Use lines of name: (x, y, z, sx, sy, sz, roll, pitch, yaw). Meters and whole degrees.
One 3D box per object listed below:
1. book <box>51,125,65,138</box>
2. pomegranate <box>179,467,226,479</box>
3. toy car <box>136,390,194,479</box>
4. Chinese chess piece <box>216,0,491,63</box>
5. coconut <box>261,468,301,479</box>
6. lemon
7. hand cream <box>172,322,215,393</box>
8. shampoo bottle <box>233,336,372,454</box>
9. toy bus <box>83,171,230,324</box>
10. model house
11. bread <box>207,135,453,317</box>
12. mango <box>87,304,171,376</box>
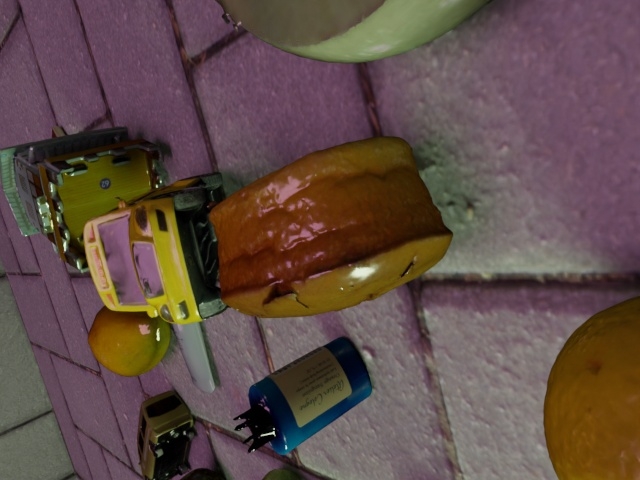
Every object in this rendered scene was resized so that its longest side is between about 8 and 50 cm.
book: (-0.564, -0.060, 1.269, 0.374, 0.028, 0.263, 49, 138, 22)
pomegranate: (-0.263, 0.557, 1.119, 0.163, 0.125, 0.138, -12, 105, 51)
toy car: (-0.371, 0.470, 1.225, 0.124, 0.101, 0.257, 47, 135, 31)
Chinese chess piece: (0.024, -0.316, 0.388, 0.349, 0.146, 0.350, 22, 122, 41)
coconut: (-0.066, 0.428, 0.873, 0.088, 0.087, 0.096, 60, 145, 11)
lemon: (0.238, 0.114, 0.312, 0.203, 0.178, 0.179, -20, 91, 52)
hand cream: (-0.254, 0.174, 1.003, 0.079, 0.048, 0.256, 8, 115, 53)
shampoo bottle: (-0.021, 0.190, 0.633, 0.050, 0.182, 0.087, -34, 80, 51)
toy bus: (-0.196, -0.001, 0.677, 0.330, 0.151, 0.144, -115, 15, -77)
model house: (-0.400, -0.090, 0.922, 0.215, 0.224, 0.199, 27, 128, 34)
bread: (0.000, 0.000, 0.521, 0.269, 0.195, 0.143, -23, 82, 51)
mango: (-0.424, 0.214, 1.168, 0.316, 0.119, 0.177, -19, 89, 42)
